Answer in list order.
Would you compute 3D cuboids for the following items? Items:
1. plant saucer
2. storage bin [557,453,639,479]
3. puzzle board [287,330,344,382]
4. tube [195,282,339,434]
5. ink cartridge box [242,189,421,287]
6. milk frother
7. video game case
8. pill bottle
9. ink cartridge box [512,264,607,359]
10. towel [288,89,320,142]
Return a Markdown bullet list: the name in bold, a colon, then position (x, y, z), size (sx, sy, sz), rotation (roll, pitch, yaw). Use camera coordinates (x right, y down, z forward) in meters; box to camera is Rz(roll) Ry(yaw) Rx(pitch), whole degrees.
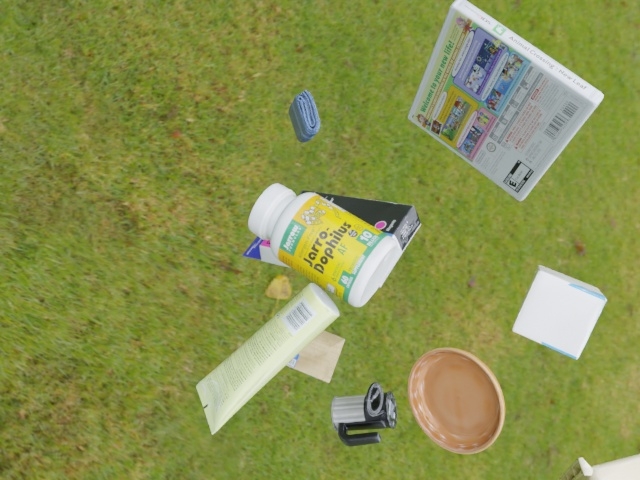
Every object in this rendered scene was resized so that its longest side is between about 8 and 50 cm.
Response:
- **plant saucer**: position (0.254, 0.293, 1.267), size (0.037, 0.200, 0.200), rotation (-12, 100, -48)
- **storage bin**: position (0.296, 0.308, 0.545), size (0.260, 0.123, 0.262), rotation (66, 9, -62)
- **puzzle board**: position (-0.026, 0.213, 1.343), size (0.128, 0.011, 0.096), rotation (22, 62, 1)
- **tube**: position (-0.079, 0.159, 0.950), size (0.240, 0.070, 0.062), rotation (-43, 91, 7)
- **ink cartridge box**: position (0.006, -0.016, 1.409), size (0.176, 0.371, 0.069), rotation (-54, 134, -29)
- **milk frother**: position (0.087, 0.372, 1.527), size (0.129, 0.134, 0.143), rotation (-57, 134, -63)
- **video game case**: position (0.210, -0.161, 0.828), size (0.193, 0.212, 0.023), rotation (39, 66, 12)
- **pill bottle**: position (0.000, 0.000, 1.024), size (0.117, 0.208, 0.117), rotation (-51, 163, -23)
- **ink cartridge box**: position (0.328, 0.094, 0.946), size (0.090, 0.092, 0.143), rotation (-68, 163, 8)
- **towel**: position (-0.024, -0.193, 1.078), size (0.029, 0.119, 0.067), rotation (-18, 93, -9)
